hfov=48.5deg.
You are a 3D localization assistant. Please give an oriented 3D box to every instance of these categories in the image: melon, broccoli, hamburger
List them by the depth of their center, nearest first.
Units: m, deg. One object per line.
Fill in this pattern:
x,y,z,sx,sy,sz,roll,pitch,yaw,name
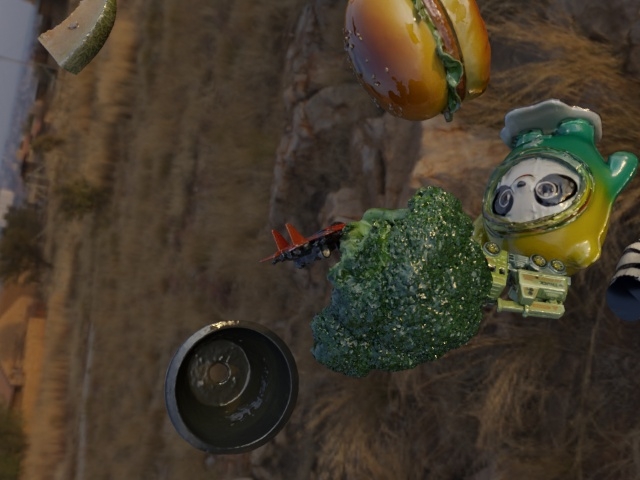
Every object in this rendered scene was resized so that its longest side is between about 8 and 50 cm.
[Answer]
0.103,0.057,0.995,0.245,0.265,0.295,40,109,55,broccoli
0.129,-0.279,1.037,0.246,0.169,0.246,154,90,-87,hamburger
-0.463,-0.422,1.405,0.182,0.098,0.054,-40,-10,3,melon

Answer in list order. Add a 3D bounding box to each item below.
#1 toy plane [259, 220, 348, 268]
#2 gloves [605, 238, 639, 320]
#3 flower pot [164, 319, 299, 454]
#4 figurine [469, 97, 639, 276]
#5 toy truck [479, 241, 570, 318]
0.001,0.003,1.052,0.130,0.189,0.061,-24,79,41,toy plane
0.632,0.054,1.353,0.131,0.218,0.140,-4,116,45,gloves
-0.195,0.285,1.448,0.166,0.268,0.269,-178,98,-68,flower pot
0.420,-0.077,1.317,0.323,0.231,0.340,-10,50,37,figurine
0.322,0.073,1.159,0.077,0.168,0.100,108,176,-49,toy truck
